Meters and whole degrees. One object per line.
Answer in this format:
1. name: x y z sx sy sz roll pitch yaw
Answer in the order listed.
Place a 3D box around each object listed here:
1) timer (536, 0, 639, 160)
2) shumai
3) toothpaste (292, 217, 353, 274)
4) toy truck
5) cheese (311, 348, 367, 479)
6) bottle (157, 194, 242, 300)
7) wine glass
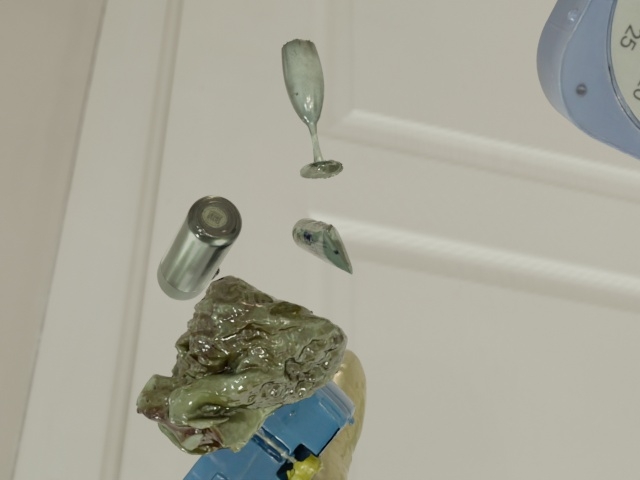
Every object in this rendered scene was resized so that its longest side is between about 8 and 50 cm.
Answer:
1. timer: 0.474 -0.249 1.390 0.395 0.173 0.395 -1 108 -4
2. shumai: -0.095 0.165 1.445 0.189 0.218 0.256 31 166 8
3. toothpaste: 0.000 0.000 1.375 0.038 0.233 0.060 -29 100 -7
4. toy truck: -0.109 0.332 1.709 0.161 0.162 0.385 38 109 6
5. cheese: -0.003 0.329 2.005 0.129 0.328 0.351 40 164 -15
6. bottle: -0.172 0.016 1.734 0.096 0.079 0.254 -7 159 -23
7. wine glass: -0.014 -0.187 1.693 0.066 0.198 0.066 -8 160 -3
